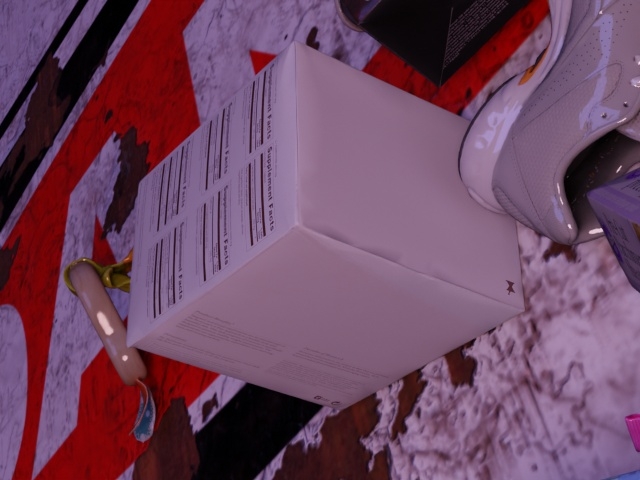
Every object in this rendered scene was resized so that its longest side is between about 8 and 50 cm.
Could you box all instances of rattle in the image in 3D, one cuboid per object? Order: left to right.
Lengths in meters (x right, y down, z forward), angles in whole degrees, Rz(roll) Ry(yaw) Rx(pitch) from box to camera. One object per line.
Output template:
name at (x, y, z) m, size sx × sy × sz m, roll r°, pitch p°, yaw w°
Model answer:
rattle at (-0.163, 0.088, 1.262) m, size 0.199 × 0.143 × 0.130 m, roll 52°, pitch 150°, yaw 39°

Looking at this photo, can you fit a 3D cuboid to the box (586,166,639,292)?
box at (0.184, 0.009, 0.553) m, size 0.063 × 0.067 × 0.324 m, roll -26°, pitch 7°, yaw 5°

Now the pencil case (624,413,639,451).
pencil case at (0.241, 0.116, 0.544) m, size 0.104 × 0.104 × 0.236 m, roll -63°, pitch 31°, yaw 10°

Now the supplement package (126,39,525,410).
supplement package at (0.000, 0.000, 0.896) m, size 0.203 × 0.194 × 0.149 m, roll -35°, pitch 45°, yaw 42°

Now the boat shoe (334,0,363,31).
boat shoe at (0.074, -0.272, 1.063) m, size 0.065 × 0.075 × 0.206 m, roll 21°, pitch 86°, yaw 62°

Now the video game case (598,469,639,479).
video game case at (0.166, 0.202, 0.464) m, size 0.269 × 0.061 × 0.244 m, roll -30°, pitch 54°, yaw 47°

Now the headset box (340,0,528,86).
headset box at (0.074, -0.295, 0.958) m, size 0.218 × 0.110 × 0.293 m, roll -43°, pitch 48°, yaw 17°

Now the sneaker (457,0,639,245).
sneaker at (0.192, -0.114, 0.780) m, size 0.121 × 0.099 × 0.262 m, roll 44°, pitch 118°, yaw 49°
